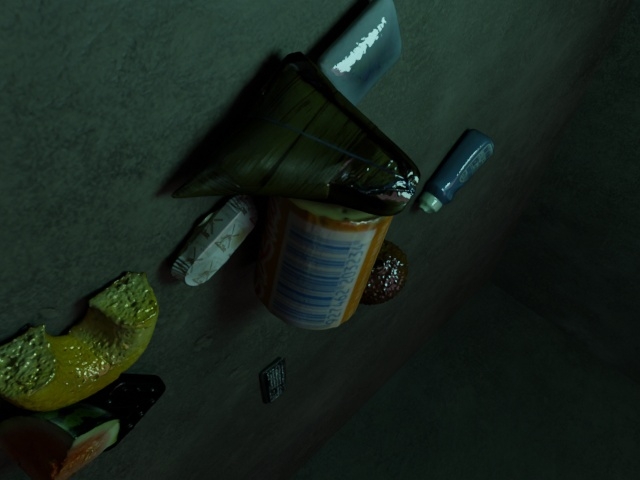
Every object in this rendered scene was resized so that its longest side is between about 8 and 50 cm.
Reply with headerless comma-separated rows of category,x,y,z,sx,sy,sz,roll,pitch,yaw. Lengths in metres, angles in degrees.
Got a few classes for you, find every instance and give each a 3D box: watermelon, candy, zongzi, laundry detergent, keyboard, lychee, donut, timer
watermelon,-0.396,0.291,0.743,0.193,0.137,0.145,15,118,-32
candy,0.068,-0.312,0.818,0.174,0.071,0.138,-49,153,-7
zongzi,-0.034,-0.087,0.729,0.300,0.286,0.138,-45,178,-12
laundry detergent,0.407,-0.201,1.480,0.290,0.094,0.143,-49,160,1
keyboard,-0.141,0.435,1.481,0.094,0.025,0.230,-34,149,-26
lychee,0.141,0.084,1.303,0.200,0.200,0.238,-46,168,-11
donut,-0.360,0.170,0.738,0.259,0.101,0.152,-37,156,-34
timer,-0.399,0.326,0.912,0.187,0.055,0.144,-48,151,2

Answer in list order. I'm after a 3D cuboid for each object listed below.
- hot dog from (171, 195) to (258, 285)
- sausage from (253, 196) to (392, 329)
hot dog,-0.181,-0.003,0.840,0.192,0.053,0.099,-52,155,-4
sausage,0.000,0.000,0.923,0.233,0.233,0.287,-29,147,-38
